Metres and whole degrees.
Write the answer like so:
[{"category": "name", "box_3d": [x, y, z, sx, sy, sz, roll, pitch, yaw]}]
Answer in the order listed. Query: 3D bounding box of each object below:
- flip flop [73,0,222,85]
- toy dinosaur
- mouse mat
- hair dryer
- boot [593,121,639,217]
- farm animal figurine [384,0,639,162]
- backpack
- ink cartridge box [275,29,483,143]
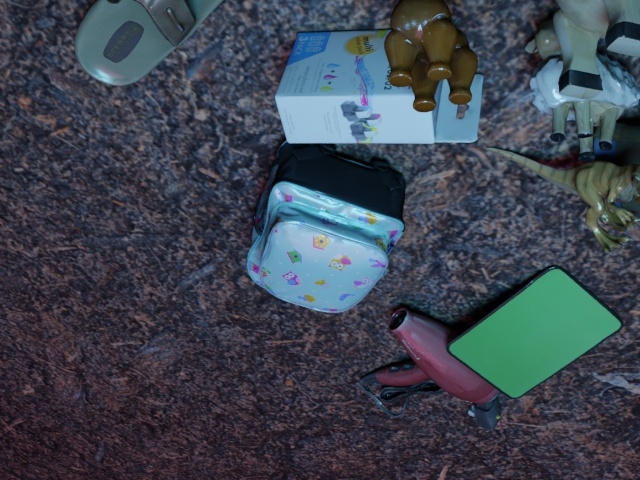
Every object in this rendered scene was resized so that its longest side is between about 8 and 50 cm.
[{"category": "flip flop", "box_3d": [-0.163, -0.225, 0.759, 0.112, 0.080, 0.277, 34, 137, -22]}, {"category": "toy dinosaur", "box_3d": [0.268, -0.053, 0.792, 0.112, 0.064, 0.211, 63, 162, -18]}, {"category": "mouse mat", "box_3d": [0.278, 0.125, 1.046, 0.152, 0.007, 0.190, 37, 115, -25]}, {"category": "hair dryer", "box_3d": [0.149, 0.200, 1.165, 0.224, 0.080, 0.293, 3, 139, 15]}, {"category": "boot", "box_3d": [0.349, -0.052, 0.831, 0.106, 0.082, 0.219, 20, 157, 34]}, {"category": "farm animal figurine", "box_3d": [0.214, -0.213, 0.590, 0.327, 0.172, 0.330, 15, 159, -30]}, {"category": "backpack", "box_3d": [0.000, 0.000, 0.929, 0.166, 0.144, 0.188, 16, 144, -10]}, {"category": "ink cartridge box", "box_3d": [0.059, -0.147, 0.763, 0.181, 0.104, 0.061, 2, 139, 14]}]
